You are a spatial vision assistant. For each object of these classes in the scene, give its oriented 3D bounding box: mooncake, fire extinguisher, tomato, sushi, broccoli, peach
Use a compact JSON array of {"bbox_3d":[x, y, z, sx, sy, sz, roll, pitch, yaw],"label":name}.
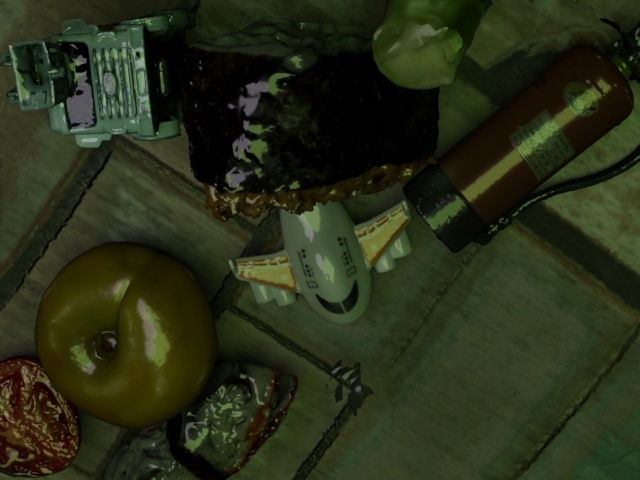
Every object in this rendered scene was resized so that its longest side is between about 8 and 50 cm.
[{"bbox_3d":[-0.090,0.116,1.319,0.346,0.057,0.150,14,113,20],"label":"mooncake"},{"bbox_3d":[0.295,-0.130,1.276,0.376,0.113,0.200,-41,143,11],"label":"fire extinguisher"},{"bbox_3d":[-0.411,0.244,1.374,0.166,0.082,0.174,-30,98,5],"label":"tomato"},{"bbox_3d":[-0.173,0.275,1.360,0.130,0.124,0.332,38,101,-19],"label":"sushi"},{"bbox_3d":[0.173,-0.324,1.080,0.353,0.397,0.275,-31,127,4],"label":"broccoli"},{"bbox_3d":[-0.251,0.120,1.290,0.251,0.153,0.251,3,99,16],"label":"peach"},{"bbox_3d":[-0.014,-0.149,1.139,0.348,0.234,0.208,-14,112,-41],"label":"sushi"}]

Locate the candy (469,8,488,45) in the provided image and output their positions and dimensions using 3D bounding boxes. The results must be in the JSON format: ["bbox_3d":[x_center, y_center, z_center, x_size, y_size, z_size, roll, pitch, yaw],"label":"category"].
[{"bbox_3d":[0.144,-0.234,1.264,0.182,0.053,0.046,-37,108,11],"label":"candy"}]

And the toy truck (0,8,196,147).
[{"bbox_3d":[-0.242,-0.188,1.129,0.184,0.338,0.133,-4,104,2],"label":"toy truck"}]

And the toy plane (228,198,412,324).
[{"bbox_3d":[0.000,0.000,1.291,0.244,0.117,0.245,0,103,-1],"label":"toy plane"}]
